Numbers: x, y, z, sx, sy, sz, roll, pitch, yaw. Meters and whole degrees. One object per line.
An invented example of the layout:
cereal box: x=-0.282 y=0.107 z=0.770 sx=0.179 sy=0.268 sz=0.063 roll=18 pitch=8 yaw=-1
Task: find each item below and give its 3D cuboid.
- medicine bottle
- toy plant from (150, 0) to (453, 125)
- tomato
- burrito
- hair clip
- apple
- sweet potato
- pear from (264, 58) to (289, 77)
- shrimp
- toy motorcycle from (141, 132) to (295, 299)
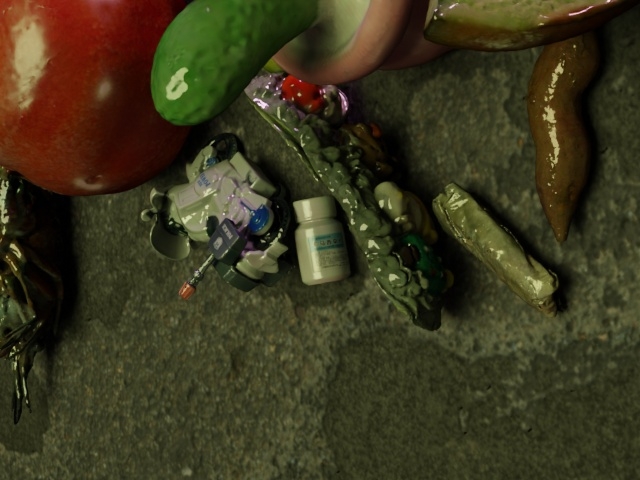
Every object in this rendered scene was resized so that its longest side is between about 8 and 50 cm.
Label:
medicine bottle: x=0.000 y=0.000 z=1.686 sx=0.052 sy=0.052 sz=0.089 roll=-12 pitch=87 yaw=44
toy plant: x=-0.010 y=-0.271 z=1.462 sx=0.210 sy=0.356 sz=0.317 roll=27 pitch=114 yaw=47
tomato: x=-0.295 y=-0.208 z=1.795 sx=0.325 sy=0.293 sz=0.290 roll=42 pitch=108 yaw=38
burrito: x=0.167 y=0.007 z=1.532 sx=0.171 sy=0.042 sz=0.051 roll=49 pitch=156 yaw=34
hair clip: x=0.043 y=-0.060 z=1.602 sx=0.091 sy=0.138 sz=0.321 roll=-39 pitch=64 yaw=7
apple: x=0.192 y=-0.288 z=1.343 sx=0.254 sy=0.179 sz=0.346 roll=-7 pitch=58 yaw=45
sweet potato: x=0.217 y=-0.107 z=1.466 sx=0.065 sy=0.051 sz=0.219 roll=12 pitch=103 yaw=40
pear: x=-0.030 y=-0.209 z=1.671 sx=0.092 sy=0.092 sz=0.097 roll=54 pitch=165 yaw=24
shrimp: x=-0.403 y=0.045 z=2.014 sx=0.172 sy=0.137 sz=0.372 roll=16 pitch=98 yaw=32
toy motorcycle: x=-0.109 y=-0.019 z=1.744 sx=0.150 sy=0.102 sz=0.221 roll=-49 pitch=40 yaw=8
